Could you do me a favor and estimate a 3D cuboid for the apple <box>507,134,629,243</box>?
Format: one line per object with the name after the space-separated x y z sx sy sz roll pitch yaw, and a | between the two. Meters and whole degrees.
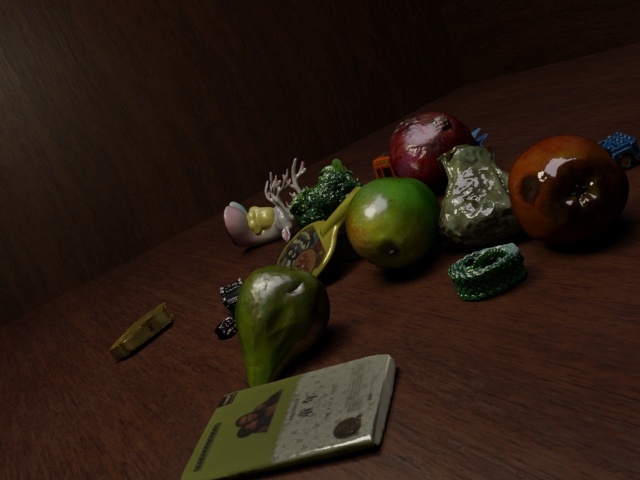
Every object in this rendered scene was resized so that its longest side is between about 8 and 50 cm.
0.495 -0.102 1.321 0.229 0.230 0.230 -22 15 6 | apple

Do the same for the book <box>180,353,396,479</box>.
-0.049 0.299 1.109 0.351 0.035 0.239 -18 18 18 | book

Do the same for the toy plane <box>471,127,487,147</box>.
0.494 -0.367 2.347 0.246 0.169 0.078 29 91 57 | toy plane

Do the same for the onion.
0.350 -0.281 2.068 0.276 0.276 0.276 -22 15 6 | onion

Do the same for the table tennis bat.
0.000 0.000 1.764 0.369 0.054 0.224 -46 30 13 | table tennis bat

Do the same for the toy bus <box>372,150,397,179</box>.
0.334 -0.284 2.320 0.329 0.153 0.142 -33 19 -38 | toy bus

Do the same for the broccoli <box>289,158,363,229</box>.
0.040 -0.114 1.998 0.264 0.295 0.246 3 50 0 | broccoli

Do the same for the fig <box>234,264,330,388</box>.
-0.099 0.187 1.356 0.206 0.206 0.275 -12 42 38 | fig

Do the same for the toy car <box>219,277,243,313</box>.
-0.234 0.157 1.823 0.071 0.063 0.165 -26 15 -6 | toy car

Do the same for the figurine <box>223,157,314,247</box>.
-0.174 -0.112 2.302 0.315 0.285 0.206 -8 19 12 | figurine

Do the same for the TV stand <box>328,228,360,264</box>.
0.073 0.007 1.846 0.269 0.083 0.088 -16 17 30 | TV stand

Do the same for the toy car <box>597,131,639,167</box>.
0.688 -0.213 1.635 0.191 0.100 0.097 -26 18 6 | toy car

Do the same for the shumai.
0.364 -0.110 1.530 0.225 0.222 0.260 -25 15 -6 | shumai

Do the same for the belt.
0.328 0.053 1.303 0.151 0.079 0.121 -20 15 9 | belt

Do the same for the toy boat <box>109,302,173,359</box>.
-0.512 0.262 1.891 0.088 0.068 0.226 -17 18 42 | toy boat

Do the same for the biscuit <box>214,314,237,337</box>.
-0.226 0.216 1.677 0.087 0.027 0.089 -26 14 -6 | biscuit

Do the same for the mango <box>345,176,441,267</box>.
0.188 -0.061 1.633 0.225 0.201 0.382 25 30 10 | mango
